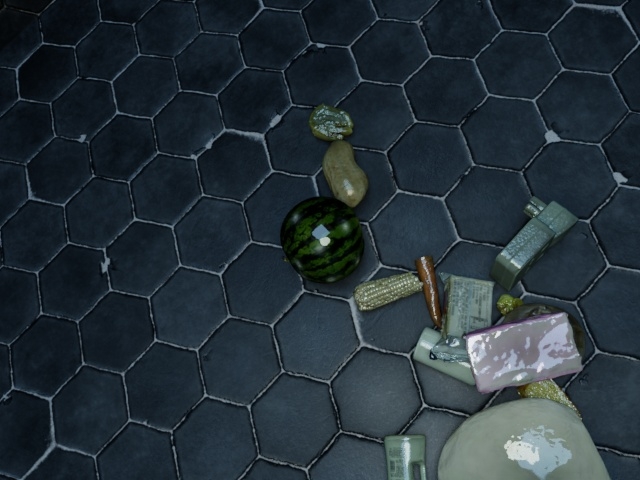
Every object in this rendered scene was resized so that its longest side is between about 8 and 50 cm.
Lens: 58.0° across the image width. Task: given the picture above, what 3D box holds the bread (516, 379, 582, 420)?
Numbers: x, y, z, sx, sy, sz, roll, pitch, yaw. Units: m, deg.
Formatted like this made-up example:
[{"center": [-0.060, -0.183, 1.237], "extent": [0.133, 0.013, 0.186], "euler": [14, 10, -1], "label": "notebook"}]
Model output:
[{"center": [0.630, 0.449, 1.590], "extent": [0.103, 0.065, 0.188], "euler": [-31, 72, -6], "label": "bread"}]

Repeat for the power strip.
[{"center": [0.587, -0.005, 1.645], "extent": [0.261, 0.229, 0.141], "euler": [-45, 70, -5], "label": "power strip"}]

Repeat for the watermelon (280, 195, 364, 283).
[{"center": [0.005, -0.003, 1.743], "extent": [0.268, 0.269, 0.269], "euler": [-3, 73, 9], "label": "watermelon"}]

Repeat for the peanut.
[{"center": [0.077, -0.217, 1.862], "extent": [0.122, 0.137, 0.253], "euler": [-41, 62, 45], "label": "peanut"}]

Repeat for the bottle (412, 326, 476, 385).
[{"center": [0.393, 0.340, 1.641], "extent": [0.245, 0.104, 0.104], "euler": [22, 78, 17], "label": "bottle"}]

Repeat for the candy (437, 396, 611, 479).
[{"center": [0.514, 0.605, 1.476], "extent": [0.426, 0.186, 0.387], "euler": [-11, 83, 19], "label": "candy"}]

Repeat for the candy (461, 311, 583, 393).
[{"center": [0.502, 0.280, 1.453], "extent": [0.264, 0.116, 0.156], "euler": [-15, 80, 7], "label": "candy"}]

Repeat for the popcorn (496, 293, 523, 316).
[{"center": [0.553, 0.188, 1.683], "extent": [0.083, 0.059, 0.068], "euler": [-3, 72, 0], "label": "popcorn"}]

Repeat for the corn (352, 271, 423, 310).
[{"center": [0.201, 0.147, 1.750], "extent": [0.210, 0.087, 0.087], "euler": [-19, 71, 0], "label": "corn"}]

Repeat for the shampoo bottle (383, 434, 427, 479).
[{"center": [0.238, 0.656, 1.581], "extent": [0.118, 0.087, 0.235], "euler": [-4, 73, 9], "label": "shampoo bottle"}]

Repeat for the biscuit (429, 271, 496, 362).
[{"center": [0.409, 0.215, 1.630], "extent": [0.185, 0.079, 0.309], "euler": [9, 51, 6], "label": "biscuit"}]

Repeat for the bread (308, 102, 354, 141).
[{"center": [0.038, -0.394, 1.949], "extent": [0.156, 0.064, 0.118], "euler": [17, 78, 16], "label": "bread"}]

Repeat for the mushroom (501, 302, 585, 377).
[{"center": [0.609, 0.263, 1.576], "extent": [0.226, 0.178, 0.227], "euler": [4, 43, -4], "label": "mushroom"}]

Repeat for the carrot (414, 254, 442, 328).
[{"center": [0.331, 0.158, 1.741], "extent": [0.057, 0.057, 0.225], "euler": [-11, 76, 7], "label": "carrot"}]
